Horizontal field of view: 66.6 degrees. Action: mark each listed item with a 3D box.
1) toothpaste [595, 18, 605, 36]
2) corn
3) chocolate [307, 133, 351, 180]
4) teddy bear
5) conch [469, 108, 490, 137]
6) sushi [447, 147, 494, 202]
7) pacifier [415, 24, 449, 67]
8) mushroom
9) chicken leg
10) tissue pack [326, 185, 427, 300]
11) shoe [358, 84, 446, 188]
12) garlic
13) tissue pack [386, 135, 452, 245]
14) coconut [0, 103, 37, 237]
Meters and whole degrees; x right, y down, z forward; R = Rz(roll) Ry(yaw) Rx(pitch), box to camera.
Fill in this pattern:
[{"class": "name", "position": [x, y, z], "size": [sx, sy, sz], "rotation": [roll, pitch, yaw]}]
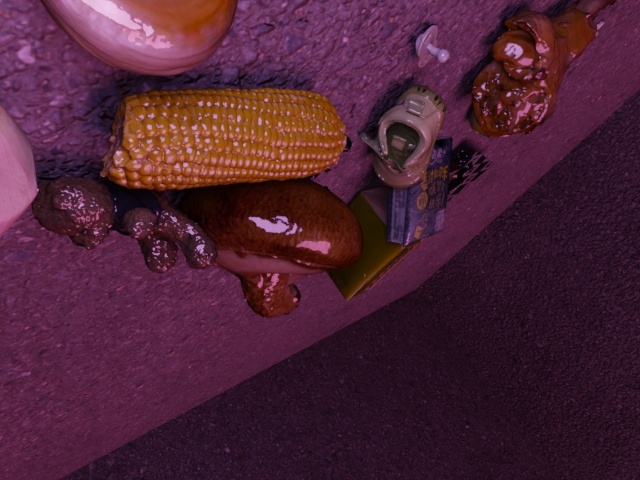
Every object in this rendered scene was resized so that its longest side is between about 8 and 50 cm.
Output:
[{"class": "toothpaste", "position": [0.664, -0.502, 1.325], "size": [0.060, 0.038, 0.233], "rotation": [-9, 152, -50]}, {"class": "corn", "position": [-0.113, -0.149, 0.690], "size": [0.387, 0.143, 0.144], "rotation": [-10, 150, -45]}, {"class": "chocolate", "position": [0.000, -0.158, 0.980], "size": [0.072, 0.070, 0.147], "rotation": [-8, 144, -45]}, {"class": "teddy bear", "position": [-0.276, -0.035, 0.697], "size": [0.182, 0.129, 0.251], "rotation": [-11, 158, 32]}, {"class": "conch", "position": [0.445, -0.341, 1.301], "size": [0.095, 0.080, 0.200], "rotation": [-49, 158, -19]}, {"class": "sushi", "position": [0.425, -0.199, 1.634], "size": [0.294, 0.059, 0.292], "rotation": [-42, 160, 20]}, {"class": "pacifier", "position": [0.204, -0.342, 0.871], "size": [0.068, 0.064, 0.083], "rotation": [-52, 162, -3]}, {"class": "mushroom", "position": [-0.086, 0.016, 0.901], "size": [0.346, 0.259, 0.345], "rotation": [4, 172, 0]}, {"class": "chicken leg", "position": [0.490, -0.423, 1.060], "size": [0.409, 0.182, 0.295], "rotation": [-46, 145, 9]}, {"class": "tissue pack", "position": [0.138, 0.008, 1.422], "size": [0.167, 0.200, 0.274], "rotation": [-18, 156, -46]}, {"class": "shoe", "position": [0.168, -0.212, 1.044], "size": [0.128, 0.140, 0.262], "rotation": [-35, 160, -34]}, {"class": "garlic", "position": [-0.173, -0.211, 0.456], "size": [0.207, 0.115, 0.128], "rotation": [-9, 155, -48]}, {"class": "tissue pack", "position": [0.254, -0.131, 1.238], "size": [0.185, 0.081, 0.256], "rotation": [-17, 115, -44]}, {"class": "coconut", "position": [-0.349, -0.068, 0.434], "size": [0.183, 0.170, 0.171], "rotation": [-41, 162, 26]}]
